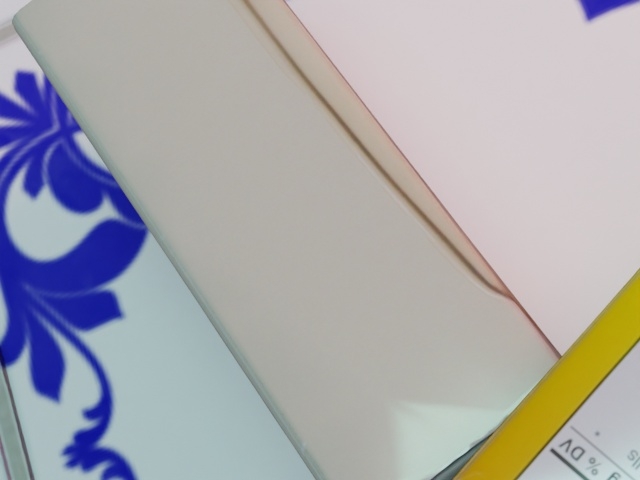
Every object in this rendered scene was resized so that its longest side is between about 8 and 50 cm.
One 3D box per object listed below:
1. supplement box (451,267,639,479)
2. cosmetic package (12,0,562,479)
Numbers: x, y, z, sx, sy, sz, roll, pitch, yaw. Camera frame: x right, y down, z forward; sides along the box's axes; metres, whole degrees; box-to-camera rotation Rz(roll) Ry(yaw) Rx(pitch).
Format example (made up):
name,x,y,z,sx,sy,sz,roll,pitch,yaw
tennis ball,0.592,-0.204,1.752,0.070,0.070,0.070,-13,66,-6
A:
name,x,y,z,sx,sy,sz,roll,pitch,yaw
supplement box,0.243,0.060,0.780,0.356,0.195,0.194,-48,62,-2
cosmetic package,0.000,0.000,0.913,0.113,0.160,0.309,-39,64,3
